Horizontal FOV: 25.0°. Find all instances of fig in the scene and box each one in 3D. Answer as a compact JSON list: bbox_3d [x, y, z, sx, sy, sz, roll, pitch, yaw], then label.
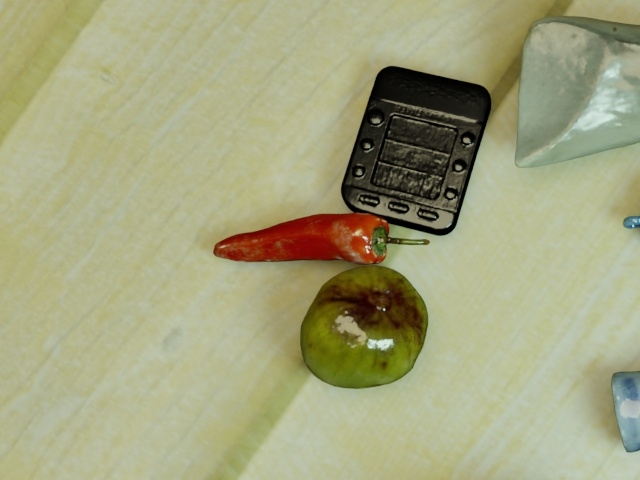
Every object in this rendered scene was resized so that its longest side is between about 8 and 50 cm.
[{"bbox_3d":[0.048,0.100,1.635,0.153,0.121,0.136,-23,68,4],"label":"fig"}]

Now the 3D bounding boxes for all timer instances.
[{"bbox_3d":[0.113,-0.106,1.709,0.144,0.055,0.187,15,76,13],"label":"timer"}]

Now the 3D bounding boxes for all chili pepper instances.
[{"bbox_3d":[0.000,0.000,1.689,0.272,0.071,0.063,-2,78,26],"label":"chili pepper"}]

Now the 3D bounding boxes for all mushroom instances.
[{"bbox_3d":[0.423,-0.154,1.614,0.397,0.126,0.177,4,86,13],"label":"mushroom"}]

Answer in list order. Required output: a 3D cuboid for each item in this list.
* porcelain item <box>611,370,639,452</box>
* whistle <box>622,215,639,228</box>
[{"bbox_3d":[0.445,0.162,1.533,0.259,0.141,0.141,-11,74,19],"label":"porcelain item"},{"bbox_3d":[0.416,-0.027,1.604,0.157,0.090,0.090,-7,75,11],"label":"whistle"}]
